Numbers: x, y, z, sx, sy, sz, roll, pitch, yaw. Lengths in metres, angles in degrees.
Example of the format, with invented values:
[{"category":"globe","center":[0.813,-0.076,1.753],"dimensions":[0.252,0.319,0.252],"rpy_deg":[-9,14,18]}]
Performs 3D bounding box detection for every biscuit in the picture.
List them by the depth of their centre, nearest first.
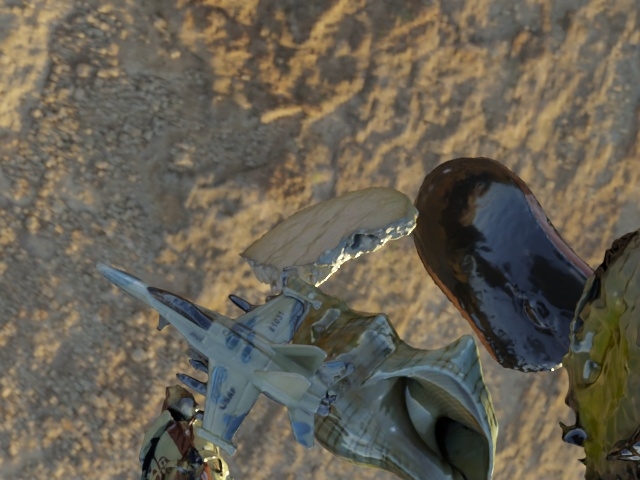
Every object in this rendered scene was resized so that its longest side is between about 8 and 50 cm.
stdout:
[{"category":"biscuit","center":[0.000,0.000,1.313],"dimensions":[0.040,0.265,0.188],"rpy_deg":[58,39,-22]}]

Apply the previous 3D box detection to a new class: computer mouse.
[{"category":"computer mouse","center":[0.245,0.031,1.501],"dimensions":[0.183,0.323,0.116],"rpy_deg":[-40,168,17]}]

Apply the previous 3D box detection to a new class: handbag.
[{"category":"handbag","center":[-0.174,0.333,1.431],"dimensions":[0.127,0.213,0.235],"rpy_deg":[-11,126,-13]}]

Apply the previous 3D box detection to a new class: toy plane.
[{"category":"toy plane","center":[-0.101,0.096,1.070],"dimensions":[0.192,0.262,0.088],"rpy_deg":[-57,168,-36]}]

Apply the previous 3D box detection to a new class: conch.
[{"category":"conch","center":[0.100,0.179,1.201],"dimensions":[0.203,0.386,0.169],"rpy_deg":[-50,179,34]}]

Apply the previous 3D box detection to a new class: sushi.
[{"category":"sushi","center":[0.423,0.136,1.153],"dimensions":[0.294,0.300,0.281],"rpy_deg":[10,141,-5]}]
